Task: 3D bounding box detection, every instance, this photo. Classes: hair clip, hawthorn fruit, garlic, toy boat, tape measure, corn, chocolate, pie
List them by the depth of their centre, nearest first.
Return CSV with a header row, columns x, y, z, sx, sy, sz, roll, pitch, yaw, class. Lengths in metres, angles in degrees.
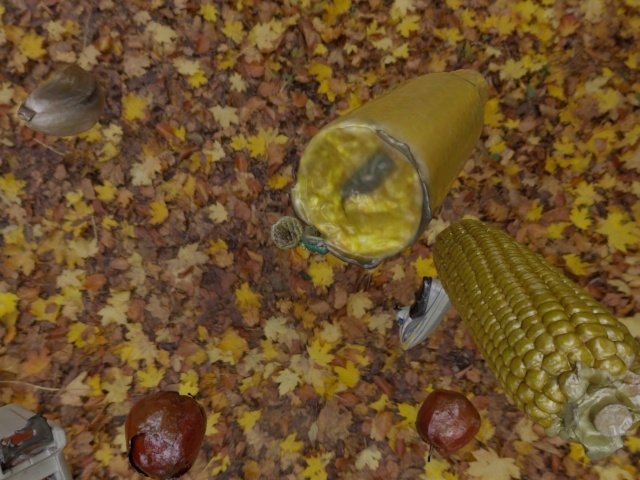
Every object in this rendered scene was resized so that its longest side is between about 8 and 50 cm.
x,y,z,sx,sy,sz,roll,pitch,yaw,class
0.244,0.079,0.562,0.143,0.387,0.144,-1,117,-3,corn
0.135,-0.140,0.614,0.162,0.162,0.445,37,42,8,chocolate
-0.519,0.408,0.758,0.258,0.130,0.266,-5,97,39,tape measure
-0.282,0.363,0.816,0.147,0.148,0.172,4,73,0,hawthorn fruit
-0.474,-0.253,0.851,0.101,0.087,0.196,32,44,-18,garlic
-0.081,-0.019,1.097,0.084,0.020,0.085,0,90,-23,pie
0.327,0.497,1.191,0.156,0.157,0.194,36,69,8,hawthorn fruit
0.298,0.202,1.321,0.141,0.140,0.269,45,115,10,toy boat
-0.001,0.002,1.424,0.138,0.321,0.091,15,103,2,hair clip
